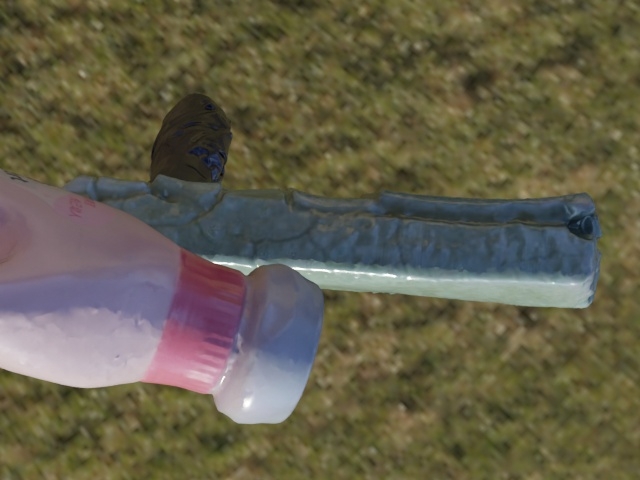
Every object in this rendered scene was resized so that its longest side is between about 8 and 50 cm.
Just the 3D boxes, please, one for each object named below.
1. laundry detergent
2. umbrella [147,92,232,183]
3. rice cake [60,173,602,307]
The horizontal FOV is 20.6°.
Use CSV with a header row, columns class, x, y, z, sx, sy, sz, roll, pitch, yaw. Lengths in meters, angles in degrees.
class,x,y,z,sx,sy,sz,roll,pitch,yaw
laundry detergent,-0.164,0.010,0.839,0.335,0.159,0.088,17,107,-12
umbrella,-0.103,-0.027,1.311,0.071,0.248,0.071,1,123,2
rice cake,0.000,0.000,1.062,0.336,0.063,0.066,2,161,8
